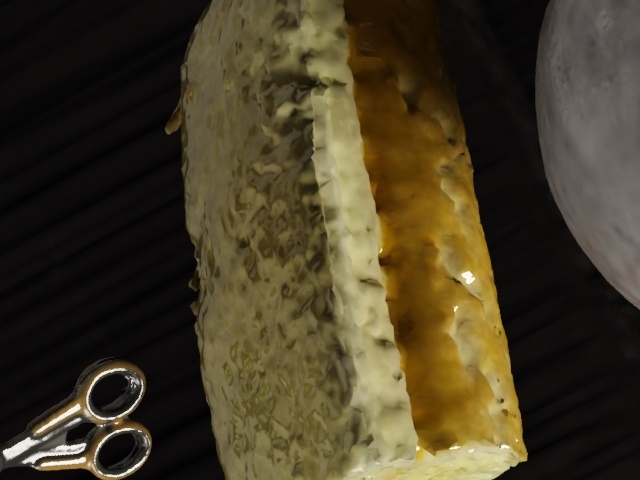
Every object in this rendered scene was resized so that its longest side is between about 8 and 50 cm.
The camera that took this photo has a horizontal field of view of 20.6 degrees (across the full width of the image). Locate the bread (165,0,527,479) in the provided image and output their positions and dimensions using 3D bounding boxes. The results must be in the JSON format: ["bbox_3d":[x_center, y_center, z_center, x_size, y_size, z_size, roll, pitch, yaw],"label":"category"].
[{"bbox_3d":[0.000,0.000,1.176,0.165,0.236,0.375,1,70,-27],"label":"bread"}]

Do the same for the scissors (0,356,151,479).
[{"bbox_3d":[-0.208,0.139,1.110,0.017,0.220,0.088,34,-46,50],"label":"scissors"}]

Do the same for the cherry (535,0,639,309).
[{"bbox_3d":[0.277,-0.075,0.978,0.335,0.291,0.326,34,-16,53],"label":"cherry"}]
